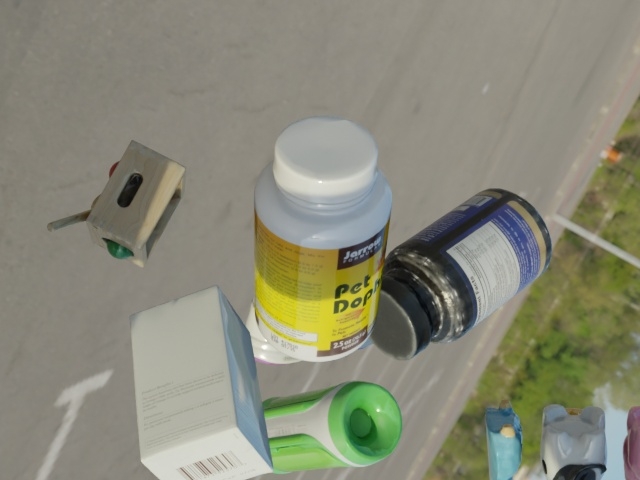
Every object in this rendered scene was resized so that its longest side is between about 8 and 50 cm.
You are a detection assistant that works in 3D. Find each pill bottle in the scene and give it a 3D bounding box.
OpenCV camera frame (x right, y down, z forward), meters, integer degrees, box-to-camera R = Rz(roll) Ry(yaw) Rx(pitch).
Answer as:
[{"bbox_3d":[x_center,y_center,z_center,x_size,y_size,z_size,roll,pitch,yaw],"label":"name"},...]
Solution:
[{"bbox_3d":[0.000,0.000,0.850,0.117,0.117,0.215,-48,154,-37],"label":"pill bottle"},{"bbox_3d":[0.147,0.038,1.087,0.219,0.123,0.123,-32,153,-30],"label":"pill bottle"}]

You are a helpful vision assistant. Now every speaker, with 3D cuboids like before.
[{"bbox_3d":[-0.006,0.287,1.480,0.131,0.131,0.296,-49,-165,-33],"label":"speaker"}]

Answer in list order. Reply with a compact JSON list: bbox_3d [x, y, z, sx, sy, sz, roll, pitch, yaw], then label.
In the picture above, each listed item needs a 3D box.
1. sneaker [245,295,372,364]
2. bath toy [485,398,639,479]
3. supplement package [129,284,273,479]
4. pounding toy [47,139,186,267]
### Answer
[{"bbox_3d":[0.012,0.097,1.504,0.305,0.114,0.152,-11,115,-46],"label":"sneaker"},{"bbox_3d":[0.364,0.250,1.106,0.151,0.348,0.129,-46,134,-67],"label":"bath toy"},{"bbox_3d":[-0.124,0.156,1.007,0.105,0.179,0.105,-20,139,8],"label":"supplement package"},{"bbox_3d":[-0.234,-0.037,1.137,0.141,0.100,0.130,-63,-178,-16],"label":"pounding toy"}]
